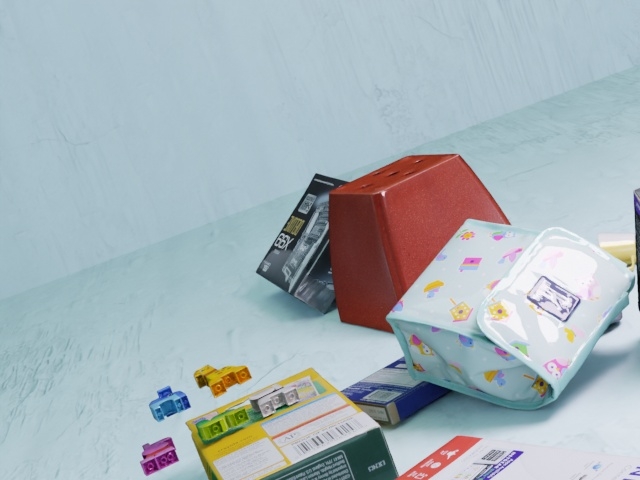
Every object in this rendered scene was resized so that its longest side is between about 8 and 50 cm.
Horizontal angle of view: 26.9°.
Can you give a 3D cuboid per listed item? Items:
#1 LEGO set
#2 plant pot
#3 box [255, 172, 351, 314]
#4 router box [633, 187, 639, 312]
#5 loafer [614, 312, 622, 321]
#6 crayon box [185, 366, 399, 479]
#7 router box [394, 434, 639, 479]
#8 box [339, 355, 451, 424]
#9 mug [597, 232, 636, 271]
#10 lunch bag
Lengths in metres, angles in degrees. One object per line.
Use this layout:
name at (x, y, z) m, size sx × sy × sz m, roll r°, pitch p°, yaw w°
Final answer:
LEGO set at (-0.154, 0.215, 1.779) m, size 0.227 × 0.087 × 0.093 m, roll -24°, pitch 13°, yaw -19°
plant pot at (0.161, -0.008, 2.290) m, size 0.267 × 0.236 × 0.267 m, roll -26°, pitch 14°, yaw -23°
box at (0.000, 0.000, 2.595) m, size 0.242 × 0.076 × 0.307 m, roll -58°, pitch 18°, yaw -2°
router box at (0.552, -0.012, 1.684) m, size 0.308 × 0.243 × 0.081 m, roll -20°, pitch 48°, yaw -3°
loafer at (0.296, 0.083, 1.962) m, size 0.302 × 0.095 × 0.109 m, roll -6°, pitch 1°, yaw 37°
crayon box at (-0.046, 0.274, 1.749) m, size 0.203 × 0.083 × 0.323 m, roll -23°, pitch 13°, yaw -11°
router box at (0.136, 0.313, 1.294) m, size 0.335 × 0.082 × 0.301 m, roll -28°, pitch 15°, yaw -35°
box at (0.139, 0.195, 1.905) m, size 0.225 × 0.037 × 0.136 m, roll -27°, pitch 14°, yaw -33°
mug at (0.475, 0.022, 2.120) m, size 0.064 × 0.078 × 0.062 m, roll -8°, pitch -18°, yaw 11°
lunch bag at (0.256, 0.095, 1.764) m, size 0.262 × 0.160 × 0.223 m, roll 10°, pitch 46°, yaw 43°
